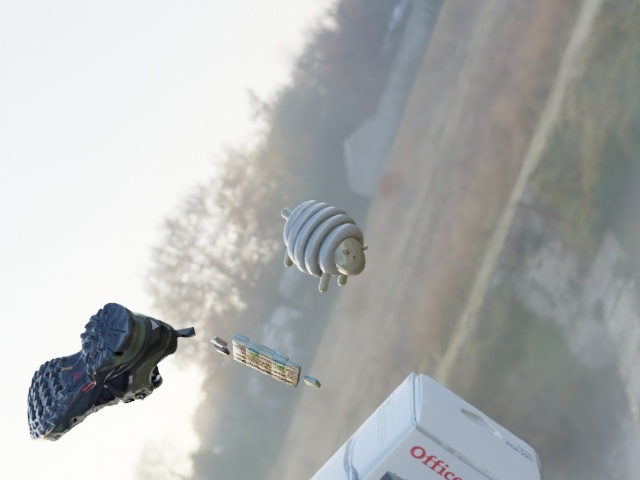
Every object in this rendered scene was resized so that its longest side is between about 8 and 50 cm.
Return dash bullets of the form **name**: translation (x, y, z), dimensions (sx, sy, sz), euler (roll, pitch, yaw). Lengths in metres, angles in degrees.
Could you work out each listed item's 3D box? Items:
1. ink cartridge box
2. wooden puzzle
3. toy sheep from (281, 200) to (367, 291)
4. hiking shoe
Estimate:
- **ink cartridge box**: translation (0.084, 0.254, 1.195), dimensions (0.218, 0.158, 0.092), euler (-50, 14, 22)
- **wooden puzzle**: translation (-0.037, 0.082, 0.868), dimensions (0.049, 0.083, 0.006), euler (99, -163, -69)
- **toy sheep**: translation (0.000, 0.000, 1.415), dimensions (0.091, 0.132, 0.091), euler (-34, -39, -33)
- **hiking shoe**: translation (-0.227, 0.155, 1.346), dimensions (0.227, 0.114, 0.086), euler (-41, 47, 36)
